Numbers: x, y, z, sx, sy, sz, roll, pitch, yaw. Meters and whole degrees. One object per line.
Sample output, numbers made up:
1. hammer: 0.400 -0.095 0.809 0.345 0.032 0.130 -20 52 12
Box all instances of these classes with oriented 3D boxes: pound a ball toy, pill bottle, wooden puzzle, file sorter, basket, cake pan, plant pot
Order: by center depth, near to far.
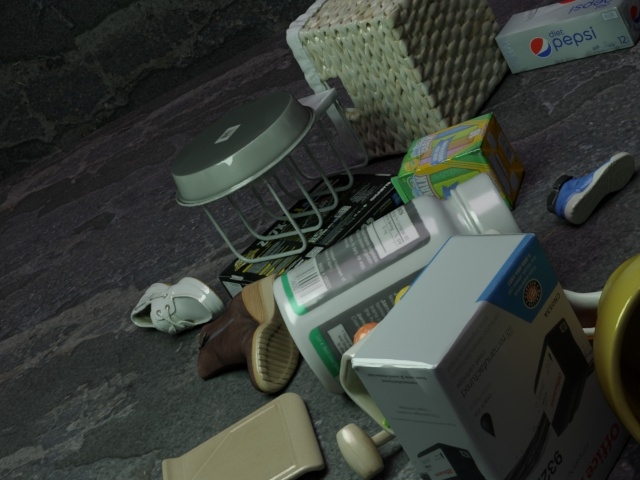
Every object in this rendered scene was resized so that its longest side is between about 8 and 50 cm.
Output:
1. plant pot: 0.415 0.105 1.388 0.254 0.254 0.239 -31 9 3
2. pound a ball toy: 0.134 0.145 1.663 0.319 0.208 0.136 -39 69 -21
3. wooden puzzle: -0.115 0.334 1.833 0.239 0.044 0.221 -27 23 1
4. pill bottle: 0.129 0.060 1.852 0.361 0.204 0.204 -29 24 6
5. cake pan: -0.145 -0.169 2.202 0.293 0.054 0.293 -29 22 13
6. file sorter: -0.064 -0.116 2.281 0.193 0.173 0.277 -12 30 41
7. basket: 0.167 -0.383 2.519 0.266 0.328 0.331 -5 35 44

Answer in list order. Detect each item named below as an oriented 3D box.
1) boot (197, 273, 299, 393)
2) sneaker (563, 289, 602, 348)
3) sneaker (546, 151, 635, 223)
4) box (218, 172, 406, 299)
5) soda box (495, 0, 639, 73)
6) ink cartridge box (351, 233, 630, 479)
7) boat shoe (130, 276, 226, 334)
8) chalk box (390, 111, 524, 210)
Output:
1. boot: -0.130 0.191 2.100 0.207 0.090 0.248 -39 33 34
2. sneaker: 0.279 0.147 1.599 0.321 0.127 0.126 -29 25 12
3. sneaker: 0.420 -0.092 1.967 0.152 0.058 0.084 -45 34 -11
4. box: 0.000 0.000 2.290 0.322 0.079 0.257 -44 24 -25
5. soda box: 0.495 -0.417 2.467 0.286 0.091 0.098 -7 33 44
6. ink cartridge box: 0.203 0.178 1.402 0.129 0.307 0.223 -2 37 46
7. boat shoe: -0.272 0.136 2.348 0.096 0.098 0.277 -46 18 -27
8. chalk box: 0.221 -0.107 2.154 0.213 0.132 0.132 -20 26 30
